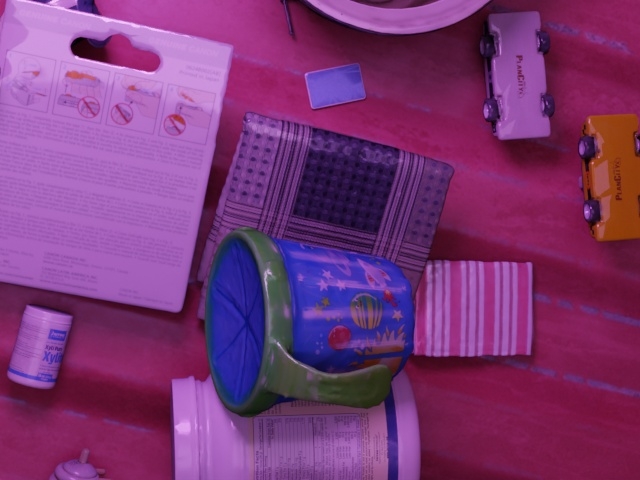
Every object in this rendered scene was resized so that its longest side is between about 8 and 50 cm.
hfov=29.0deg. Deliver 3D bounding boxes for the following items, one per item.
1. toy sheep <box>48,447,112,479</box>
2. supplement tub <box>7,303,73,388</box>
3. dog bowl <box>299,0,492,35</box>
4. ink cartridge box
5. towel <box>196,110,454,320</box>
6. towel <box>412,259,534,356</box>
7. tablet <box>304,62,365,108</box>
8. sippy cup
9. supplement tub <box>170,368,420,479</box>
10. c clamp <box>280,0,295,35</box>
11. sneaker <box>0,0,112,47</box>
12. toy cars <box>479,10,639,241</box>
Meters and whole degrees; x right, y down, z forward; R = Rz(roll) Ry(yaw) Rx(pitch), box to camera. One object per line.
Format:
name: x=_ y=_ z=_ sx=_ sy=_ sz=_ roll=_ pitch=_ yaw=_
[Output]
toy sheep: x=-0.345 y=0.353 z=1.742 sx=0.091 sy=0.091 sz=0.132 roll=14 pitch=96 yaw=-9
supplement tub: x=-0.392 y=0.149 z=1.732 sx=0.071 sy=0.071 sz=0.107 roll=15 pitch=91 yaw=-9
dog bowl: x=0.087 y=-0.473 z=1.722 sx=0.408 sy=0.150 sz=0.407 roll=0 pitch=88 yaw=-10
ink cartridge box: x=-0.304 y=-0.113 z=1.687 sx=0.308 sy=0.091 sz=0.384 roll=11 pitch=102 yaw=-8
towel: x=0.000 y=0.000 z=1.759 sx=0.312 sy=0.056 sz=0.324 roll=13 pitch=110 yaw=-11
towel: x=0.224 y=0.101 z=1.847 sx=0.197 sy=0.029 sz=0.144 roll=1 pitch=92 yaw=-11
tablet: x=0.022 y=-0.226 z=1.810 sx=0.083 sy=0.006 sz=0.054 roll=-12 pitch=94 yaw=-9
sippy cup: x=-0.008 y=0.103 z=1.590 sx=0.224 sy=0.240 sz=0.305 roll=1 pitch=60 yaw=-23
supplement tub: x=-0.042 y=0.284 z=1.708 sx=0.325 sy=0.235 sz=0.235 roll=-1 pitch=93 yaw=-8
c clamp: x=0.010 y=-0.384 z=1.796 sx=0.161 sy=0.022 sz=0.137 roll=-18 pitch=90 yaw=-6
sneaker: x=-0.345 y=-0.342 z=1.692 sx=0.148 sy=0.131 sz=0.350 roll=16 pitch=100 yaw=-8
toy cars: x=0.354 y=-0.164 z=1.828 sx=0.393 sy=0.087 sz=0.176 roll=45 pitch=81 yaw=-5
